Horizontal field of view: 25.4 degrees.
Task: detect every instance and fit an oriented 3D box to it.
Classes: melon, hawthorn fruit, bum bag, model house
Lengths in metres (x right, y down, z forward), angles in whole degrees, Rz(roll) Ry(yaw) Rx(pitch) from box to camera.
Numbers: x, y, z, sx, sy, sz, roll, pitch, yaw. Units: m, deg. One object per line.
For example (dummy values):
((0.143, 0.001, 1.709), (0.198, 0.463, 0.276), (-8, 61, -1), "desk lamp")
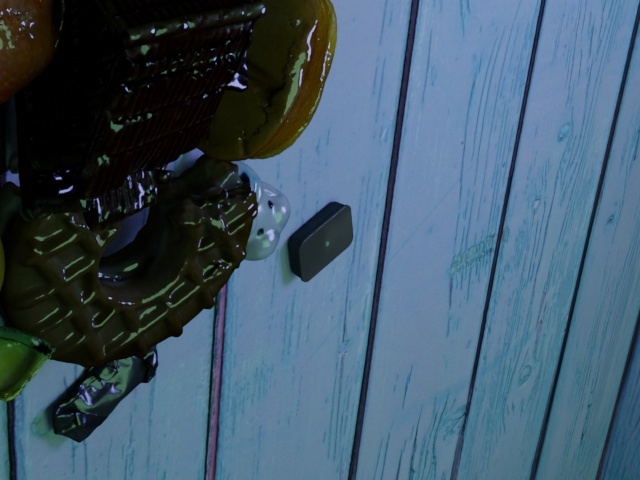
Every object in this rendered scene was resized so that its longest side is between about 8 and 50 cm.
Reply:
((-0.447, 0.188, 1.649), (0.265, 0.129, 0.169), (-52, -169, -12), "melon")
((-0.381, -0.225, 1.328), (0.299, 0.211, 0.211), (20, 97, -60), "hawthorn fruit")
((-0.289, 0.202, 1.956), (0.198, 0.049, 0.087), (-46, 141, -24), "bum bag")
((-0.160, -0.189, 1.517), (0.317, 0.282, 0.297), (-19, 92, -42), "model house")

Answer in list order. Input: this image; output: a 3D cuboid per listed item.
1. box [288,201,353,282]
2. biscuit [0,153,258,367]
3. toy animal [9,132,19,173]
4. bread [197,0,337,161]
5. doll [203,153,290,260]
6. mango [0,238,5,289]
((0.000, 0.000, 2.240), (0.126, 0.031, 0.091), (-41, 144, -30), "box")
((-0.251, 0.028, 1.767), (0.366, 0.115, 0.268), (-5, 127, -41), "biscuit")
((-0.309, -0.139, 1.634), (0.089, 0.083, 0.150), (-98, -160, -60), "toy animal")
((-0.087, -0.230, 1.774), (0.142, 0.195, 0.270), (15, 97, -65), "bread")
((-0.115, -0.047, 1.958), (0.110, 0.106, 0.181), (-65, 151, -12), "doll")
((-0.439, 0.016, 1.521), (0.156, 0.114, 0.251), (-53, 150, 2), "mango")
